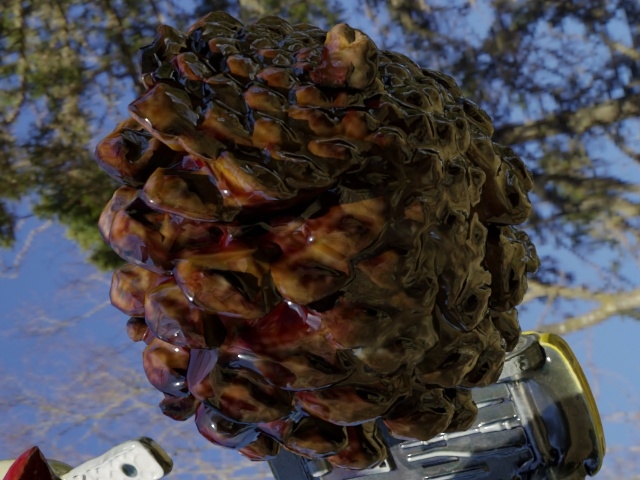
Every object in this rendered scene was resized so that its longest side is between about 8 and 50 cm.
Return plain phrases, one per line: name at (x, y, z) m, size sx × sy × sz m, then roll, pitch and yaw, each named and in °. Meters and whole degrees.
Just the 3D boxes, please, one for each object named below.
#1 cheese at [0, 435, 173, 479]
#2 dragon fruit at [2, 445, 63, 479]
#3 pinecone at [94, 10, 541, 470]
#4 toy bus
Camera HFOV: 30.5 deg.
cheese at (-0.226, 0.225, 1.048) m, size 0.127 × 0.235 × 0.050 m, roll 51°, pitch -149°, yaw -14°
dragon fruit at (-0.158, 0.356, 0.856) m, size 0.240 × 0.330 × 0.302 m, roll 6°, pitch -123°, yaw -9°
pinecone at (-0.004, 0.002, 0.750) m, size 0.298 × 0.242 × 0.296 m, roll -15°, pitch -72°, yaw -38°
toy bus at (0.109, 0.174, 1.134) m, size 0.144 × 0.330 × 0.152 m, roll 68°, pitch -153°, yaw -10°
